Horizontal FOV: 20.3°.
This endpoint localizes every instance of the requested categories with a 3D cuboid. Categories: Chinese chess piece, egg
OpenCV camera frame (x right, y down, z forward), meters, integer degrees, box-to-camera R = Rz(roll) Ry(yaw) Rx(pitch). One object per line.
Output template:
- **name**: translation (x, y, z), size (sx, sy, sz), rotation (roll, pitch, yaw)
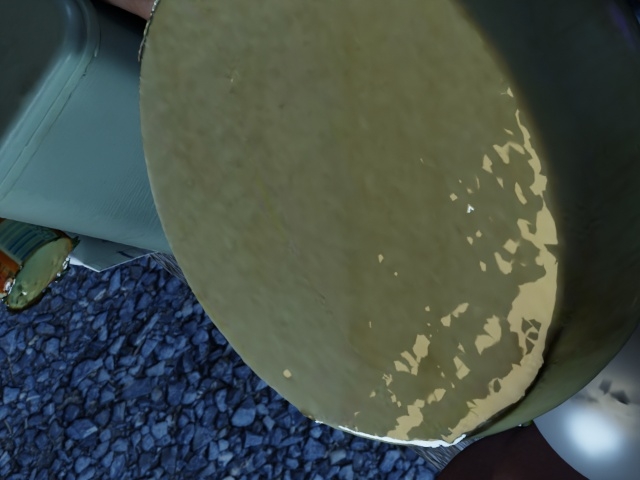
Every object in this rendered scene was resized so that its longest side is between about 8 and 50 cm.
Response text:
- **Chinese chess piece**: translation (0.034, -0.036, 0.762), size (0.250, 0.097, 0.251), rotation (23, 126, 36)
- **egg**: translation (0.168, 0.054, 0.870), size (0.146, 0.146, 0.199), rotation (38, 176, 13)

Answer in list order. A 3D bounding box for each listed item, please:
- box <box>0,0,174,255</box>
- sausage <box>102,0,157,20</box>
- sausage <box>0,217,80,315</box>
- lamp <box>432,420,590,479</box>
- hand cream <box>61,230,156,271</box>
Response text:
- **box**: translation (-0.251, -0.148, 1.386), size (0.352, 0.177, 0.344), rotation (36, -172, 25)
- **sausage**: translation (-0.067, -0.143, 1.155), size (0.304, 0.078, 0.078), rotation (36, 172, 36)
- **sausage**: translation (-0.309, -0.047, 1.414), size (0.264, 0.083, 0.083), rotation (37, 172, 21)
- **lamp**: translation (0.207, 0.228, 1.343), size (0.305, 0.240, 0.305), rotation (-2, 151, -1)
- **hand cream**: translation (-0.261, -0.033, 1.496), size (0.247, 0.083, 0.133), rotation (26, -164, 15)
